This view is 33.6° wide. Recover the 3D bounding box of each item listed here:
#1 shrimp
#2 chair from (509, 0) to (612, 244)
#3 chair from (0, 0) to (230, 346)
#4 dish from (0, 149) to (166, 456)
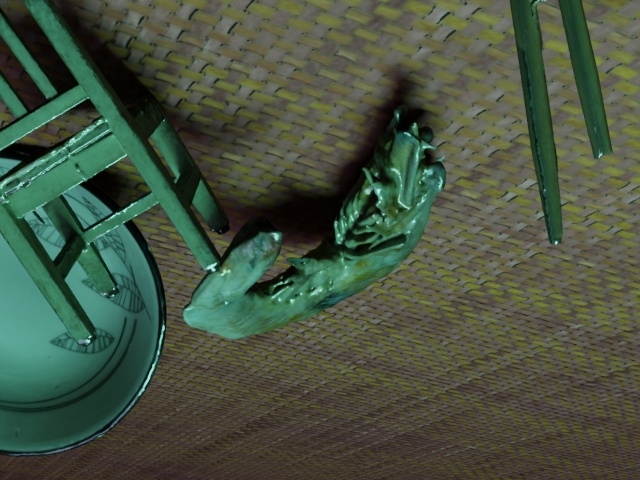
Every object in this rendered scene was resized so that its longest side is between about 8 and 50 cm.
[{"bbox_3d":[0.000,0.000,0.934,0.247,0.085,0.360,-20,161,-30],"label":"shrimp"},{"bbox_3d":[0.191,-0.160,0.565,0.188,0.166,0.272,-7,110,26],"label":"chair"},{"bbox_3d":[-0.197,-0.074,0.832,0.136,0.147,0.270,-31,105,7],"label":"chair"},{"bbox_3d":[-0.297,0.053,1.062,0.316,0.316,0.106,2,-167,6],"label":"dish"}]
